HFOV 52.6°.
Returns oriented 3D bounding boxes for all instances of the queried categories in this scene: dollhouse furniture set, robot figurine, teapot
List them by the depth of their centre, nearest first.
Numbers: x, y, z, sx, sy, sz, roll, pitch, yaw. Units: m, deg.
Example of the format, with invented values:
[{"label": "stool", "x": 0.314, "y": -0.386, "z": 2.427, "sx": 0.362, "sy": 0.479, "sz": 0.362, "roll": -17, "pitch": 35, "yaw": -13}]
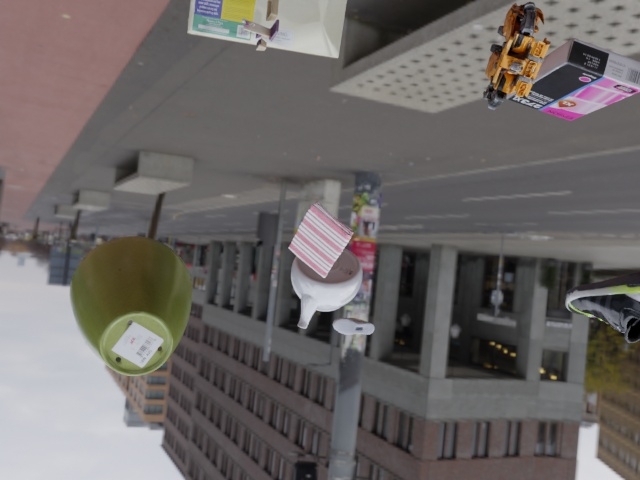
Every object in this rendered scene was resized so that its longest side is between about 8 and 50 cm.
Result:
[{"label": "robot figurine", "x": 0.397, "y": -0.381, "z": 1.312, "sx": 0.085, "sy": 0.211, "sz": 0.291, "roll": 17, "pitch": -149, "yaw": 2}, {"label": "dollhouse furniture set", "x": -0.149, "y": -0.521, "z": 1.513, "sx": 0.081, "sy": 0.114, "sz": 0.091, "roll": 12, "pitch": 159, "yaw": -24}, {"label": "teapot", "x": 0.018, "y": 0.143, "z": 2.150, "sx": 0.256, "sy": 0.187, "sz": 0.252, "roll": -8, "pitch": -140, "yaw": -17}]

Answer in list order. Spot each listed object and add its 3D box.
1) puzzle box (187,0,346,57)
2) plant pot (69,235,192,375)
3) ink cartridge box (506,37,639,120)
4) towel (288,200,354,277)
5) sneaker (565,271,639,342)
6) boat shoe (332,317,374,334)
[{"label": "puzzle box", "x": -0.132, "y": -0.647, "z": 1.699, "sx": 0.409, "sy": 0.272, "sz": 0.052, "roll": 6, "pitch": -168, "yaw": -13}, {"label": "plant pot", "x": -0.393, "y": 0.159, "z": 1.378, "sx": 0.275, "sy": 0.274, "sz": 0.293, "roll": 7, "pitch": -167, "yaw": -20}, {"label": "ink cartridge box", "x": 0.552, "y": -0.348, "z": 1.479, "sx": 0.176, "sy": 0.069, "sz": 0.371, "roll": 17, "pitch": 178, "yaw": -7}, {"label": "towel", "x": 0.000, "y": 0.000, "z": 1.824, "sx": 0.144, "sy": 0.197, "sz": 0.029, "roll": 41, "pitch": -139, "yaw": 13}, {"label": "sneaker", "x": 0.460, "y": 0.112, "z": 1.011, "sx": 0.084, "sy": 0.097, "sz": 0.234, "roll": -1, "pitch": 167, "yaw": -8}, {"label": "boat shoe", "x": 0.069, "y": 0.186, "z": 1.431, "sx": 0.100, "sy": 0.035, "sz": 0.035, "roll": 7, "pitch": -171, "yaw": -24}]
